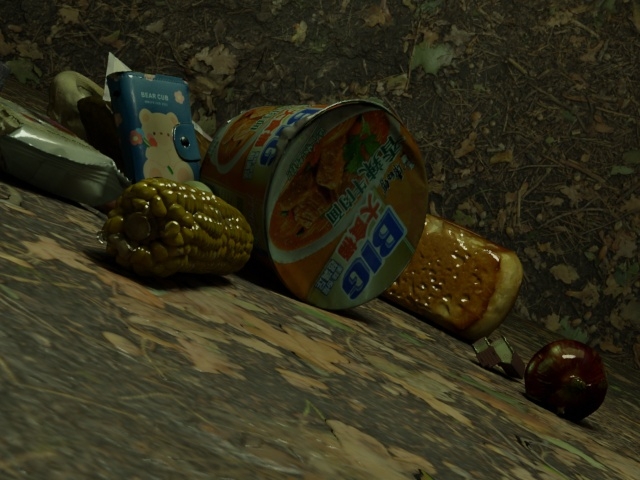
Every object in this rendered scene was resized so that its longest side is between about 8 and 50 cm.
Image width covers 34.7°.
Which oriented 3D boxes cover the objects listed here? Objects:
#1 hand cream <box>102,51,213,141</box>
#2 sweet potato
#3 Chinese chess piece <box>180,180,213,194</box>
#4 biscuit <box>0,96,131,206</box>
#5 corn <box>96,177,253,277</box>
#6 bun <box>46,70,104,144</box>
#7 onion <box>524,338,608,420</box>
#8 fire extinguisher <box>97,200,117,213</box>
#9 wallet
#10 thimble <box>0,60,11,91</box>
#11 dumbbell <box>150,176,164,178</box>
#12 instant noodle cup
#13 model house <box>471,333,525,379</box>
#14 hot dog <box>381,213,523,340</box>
[{"bbox_3d":[-0.283,-0.200,1.749,0.248,0.083,0.133,40,37,-42],"label":"hand cream"},{"bbox_3d":[-0.242,-0.123,1.661,0.158,0.158,0.369,28,5,37],"label":"sweet potato"},{"bbox_3d":[-0.179,-0.041,1.415,0.084,0.084,0.034,28,20,35],"label":"Chinese chess piece"},{"bbox_3d":[-0.383,-0.127,1.324,0.186,0.079,0.309,25,5,-39],"label":"biscuit"},{"bbox_3d":[-0.142,-0.010,1.113,0.102,0.102,0.313,26,4,10],"label":"corn"},{"bbox_3d":[-0.388,-0.184,1.783,0.237,0.116,0.210,52,8,24],"label":"bun"},{"bbox_3d":[0.355,0.197,1.471,0.117,0.118,0.118,29,3,-10],"label":"onion"},{"bbox_3d":[-0.255,-0.038,1.316,0.083,0.022,0.028,27,-32,20],"label":"fire extinguisher"},{"bbox_3d":[-0.236,-0.140,1.494,0.059,0.202,0.141,-18,-10,39],"label":"wallet"},{"bbox_3d":[-0.682,-0.325,1.968,0.150,0.098,0.150,26,5,-2],"label":"thimble"},{"bbox_3d":[-0.207,-0.043,1.371,0.147,0.069,0.069,27,4,33],"label":"dumbbell"},{"bbox_3d":[-0.022,-0.064,1.455,0.296,0.296,0.214,22,-3,-40],"label":"instant noodle cup"},{"bbox_3d":[0.281,0.185,1.600,0.083,0.057,0.058,50,10,-49],"label":"model house"},{"bbox_3d":[0.192,0.039,1.954,0.405,0.185,0.223,27,5,20],"label":"hot dog"}]
